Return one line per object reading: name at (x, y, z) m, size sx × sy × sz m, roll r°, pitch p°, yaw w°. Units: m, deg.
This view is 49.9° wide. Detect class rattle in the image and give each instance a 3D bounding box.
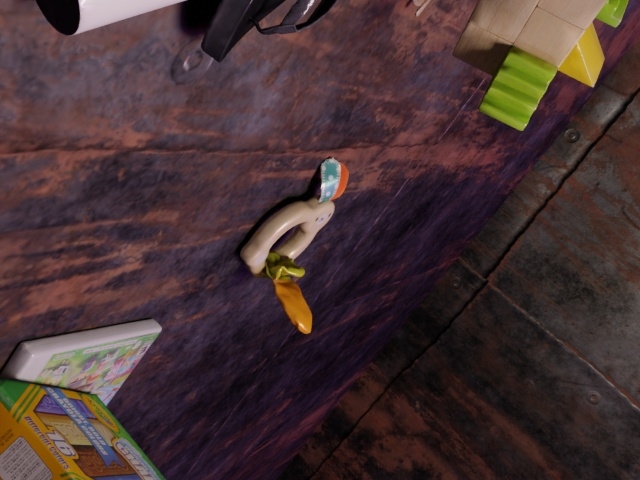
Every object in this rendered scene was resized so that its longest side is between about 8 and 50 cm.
rattle at (0.000, 0.000, 0.936) m, size 0.199 × 0.143 × 0.130 m, roll -38°, pitch 143°, yaw -9°

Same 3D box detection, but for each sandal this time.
sandal at (0.011, -0.224, 0.543) m, size 0.254 × 0.054 × 0.097 m, roll -43°, pitch -176°, yaw -14°

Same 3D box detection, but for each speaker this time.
speaker at (-0.108, -0.171, 0.425) m, size 0.136 × 0.055 × 0.055 m, roll -35°, pitch 159°, yaw -37°

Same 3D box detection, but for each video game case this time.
video game case at (-0.299, 0.177, 0.786) m, size 0.193 × 0.023 × 0.212 m, roll -52°, pitch 163°, yaw 15°

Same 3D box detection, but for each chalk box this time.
chalk box at (-0.278, 0.275, 0.710) m, size 0.180 × 0.179 × 0.289 m, roll -45°, pitch 162°, yaw -6°

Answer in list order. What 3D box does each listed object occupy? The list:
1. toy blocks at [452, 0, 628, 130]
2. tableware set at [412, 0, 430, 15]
toy blocks at (0.256, -0.328, 0.632) m, size 0.381 × 0.190 × 0.261 m, roll -61°, pitch 177°, yaw -28°
tableware set at (0.140, -0.329, 0.734) m, size 0.141 × 0.020 × 0.169 m, roll -47°, pitch 163°, yaw -2°
